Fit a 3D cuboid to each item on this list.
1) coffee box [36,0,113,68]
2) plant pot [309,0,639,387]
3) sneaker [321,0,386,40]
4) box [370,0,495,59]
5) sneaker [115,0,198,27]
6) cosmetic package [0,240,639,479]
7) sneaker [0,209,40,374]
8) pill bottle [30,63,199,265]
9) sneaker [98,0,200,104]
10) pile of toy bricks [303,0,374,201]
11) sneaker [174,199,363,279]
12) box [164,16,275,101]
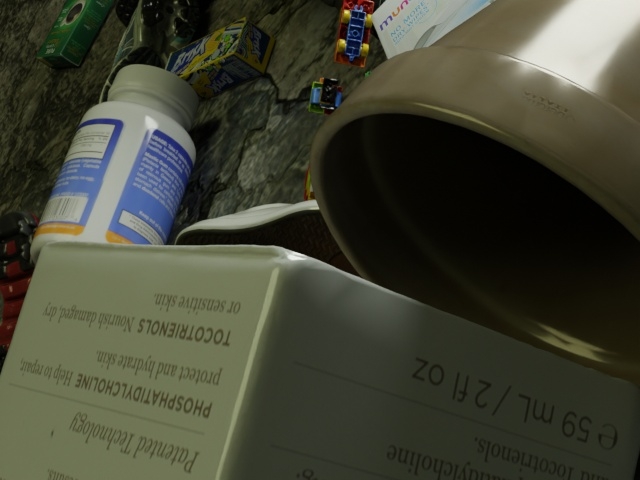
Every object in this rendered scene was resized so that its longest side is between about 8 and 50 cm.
[{"bbox_3d":[-0.393,-0.369,2.298,0.113,0.040,0.184,4,65,56],"label":"coffee box"},{"bbox_3d":[0.198,-0.072,1.002,0.323,0.323,0.280,1,47,54],"label":"plant pot"},{"bbox_3d":[0.075,-0.275,1.542,0.087,0.130,0.227,-49,4,21],"label":"sneaker"},{"bbox_3d":[0.197,-0.204,1.260,0.262,0.126,0.231,-43,36,23],"label":"box"},{"bbox_3d":[-0.199,-0.373,2.025,0.234,0.084,0.097,-25,19,40],"label":"sneaker"},{"bbox_3d":[-0.039,0.235,0.937,0.327,0.329,0.394,1,74,54],"label":"cosmetic package"},{"bbox_3d":[-0.345,0.104,1.755,0.097,0.135,0.276,-13,74,33],"label":"sneaker"},{"bbox_3d":[-0.241,-0.075,1.717,0.152,0.152,0.272,-15,50,48],"label":"pill bottle"},{"bbox_3d":[-0.240,-0.221,1.924,0.122,0.110,0.283,-42,27,55],"label":"sneaker"},{"bbox_3d":[0.044,-0.133,1.448,0.105,0.118,0.212,142,138,-80],"label":"pile of toy bricks"},{"bbox_3d":[0.000,0.000,1.371,0.290,0.123,0.106,5,108,36],"label":"sneaker"},{"bbox_3d":[-0.136,-0.228,1.804,0.169,0.054,0.059,-15,51,47],"label":"box"}]
